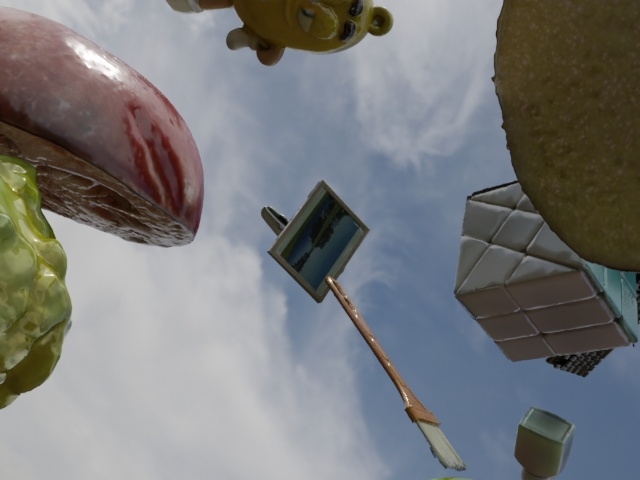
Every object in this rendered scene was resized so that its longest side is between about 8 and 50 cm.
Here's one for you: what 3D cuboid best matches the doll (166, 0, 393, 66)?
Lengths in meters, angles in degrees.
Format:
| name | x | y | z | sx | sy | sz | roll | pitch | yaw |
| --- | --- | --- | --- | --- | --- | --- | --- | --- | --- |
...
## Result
| name | x | y | z | sx | sy | sz | roll | pitch | yaw |
| --- | --- | --- | --- | --- | --- | --- | --- | --- | --- |
| doll | -0.093 | -0.502 | 1.496 | 0.423 | 0.161 | 0.348 | -10 | -87 | 20 |

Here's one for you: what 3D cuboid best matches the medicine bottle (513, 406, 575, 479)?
| name | x | y | z | sx | sy | sz | roll | pitch | yaw |
| --- | --- | --- | --- | --- | --- | --- | --- | --- | --- |
| medicine bottle | 0.334 | 0.317 | 1.201 | 0.074 | 0.055 | 0.118 | 19 | -51 | 30 |

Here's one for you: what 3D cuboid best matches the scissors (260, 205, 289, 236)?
| name | x | y | z | sx | sy | sz | roll | pitch | yaw |
| --- | --- | --- | --- | --- | --- | --- | --- | --- | --- |
| scissors | -0.045 | 0.009 | 1.594 | 0.204 | 0.101 | 0.027 | 45 | 7 | -3 |

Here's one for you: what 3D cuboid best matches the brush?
| name | x | y | z | sx | sy | sz | roll | pitch | yaw |
| --- | --- | --- | --- | --- | --- | --- | --- | --- | --- |
| brush | 0.088 | 0.163 | 1.041 | 0.314 | 0.017 | 0.090 | 55 | 9 | 29 |

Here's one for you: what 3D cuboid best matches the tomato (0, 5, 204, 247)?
| name | x | y | z | sx | sy | sz | roll | pitch | yaw |
| --- | --- | --- | --- | --- | --- | --- | --- | --- | --- |
| tomato | -0.247 | -0.117 | 0.763 | 0.338 | 0.144 | 0.338 | 20 | -12 | 5 |

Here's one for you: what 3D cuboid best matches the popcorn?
| name | x | y | z | sx | sy | sz | roll | pitch | yaw |
| --- | --- | --- | --- | --- | --- | --- | --- | --- | --- |
| popcorn | -0.281 | 0.009 | 0.536 | 0.256 | 0.195 | 0.255 | 43 | -6 | 0 |

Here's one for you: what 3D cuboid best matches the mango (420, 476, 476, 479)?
| name | x | y | z | sx | sy | sz | roll | pitch | yaw |
| --- | --- | --- | --- | --- | --- | --- | --- | --- | --- |
| mango | 0.107 | 0.333 | 0.838 | 0.273 | 0.185 | 0.149 | -32 | -99 | 59 |

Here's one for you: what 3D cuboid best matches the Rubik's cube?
| name | x | y | z | sx | sy | sz | roll | pitch | yaw |
| --- | --- | --- | --- | --- | --- | --- | --- | --- | --- |
| Rubik's cube | 0.375 | 0.044 | 1.314 | 0.221 | 0.231 | 0.224 | -16 | -48 | 34 |

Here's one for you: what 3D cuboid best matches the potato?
| name | x | y | z | sx | sy | sz | roll | pitch | yaw |
| --- | --- | --- | --- | --- | --- | --- | --- | --- | --- |
| potato | 0.446 | -0.177 | 0.935 | 0.385 | 0.319 | 0.442 | -27 | -107 | 36 |

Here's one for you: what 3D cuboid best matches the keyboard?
| name | x | y | z | sx | sy | sz | roll | pitch | yaw |
| --- | --- | --- | --- | --- | --- | --- | --- | --- | --- |
| keyboard | 0.528 | 0.125 | 1.397 | 0.317 | 0.106 | 0.027 | -56 | -153 | 28 |

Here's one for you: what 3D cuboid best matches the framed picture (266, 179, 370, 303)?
| name | x | y | z | sx | sy | sz | roll | pitch | yaw |
| --- | --- | --- | --- | --- | --- | --- | --- | --- | --- |
| framed picture | 0.000 | 0.000 | 1.141 | 0.109 | 0.149 | 0.011 | 45 | -32 | -17 |
